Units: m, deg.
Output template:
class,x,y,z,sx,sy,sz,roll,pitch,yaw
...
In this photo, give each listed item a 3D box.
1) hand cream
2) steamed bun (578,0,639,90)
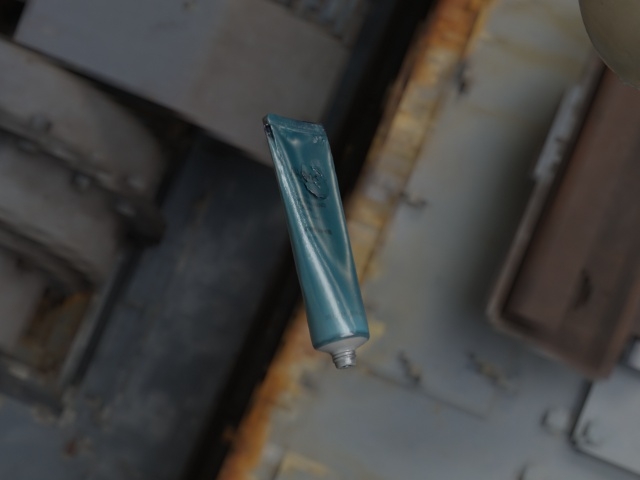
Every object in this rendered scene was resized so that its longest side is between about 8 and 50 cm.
class,x,y,z,sx,sy,sz,roll,pitch,yaw
hand cream,0.000,0.000,1.640,0.083,0.048,0.224,6,66,-50
steamed bun,0.427,-0.332,2.063,0.374,0.241,0.374,-29,154,-16
